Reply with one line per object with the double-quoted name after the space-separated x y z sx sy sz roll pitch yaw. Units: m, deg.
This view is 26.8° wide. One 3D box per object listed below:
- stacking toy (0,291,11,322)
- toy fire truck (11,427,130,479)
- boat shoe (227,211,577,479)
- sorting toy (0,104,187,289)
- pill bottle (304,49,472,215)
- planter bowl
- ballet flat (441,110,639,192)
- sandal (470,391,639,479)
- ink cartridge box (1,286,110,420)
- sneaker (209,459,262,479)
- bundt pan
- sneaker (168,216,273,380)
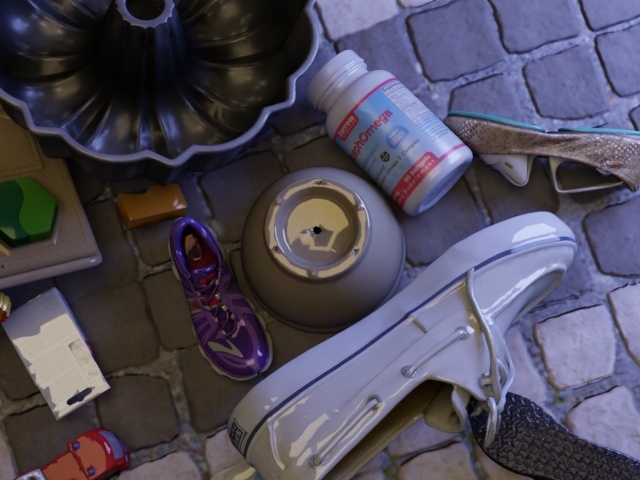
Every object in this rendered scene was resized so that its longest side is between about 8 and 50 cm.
-0.393 -0.007 1.266 0.221 0.052 0.167 6 55 -7 "stacking toy"
-0.269 0.232 1.208 0.192 0.135 0.047 -33 78 -4 "toy fire truck"
0.109 0.120 1.177 0.367 0.136 0.156 -31 60 -18 "boat shoe"
-0.292 -0.061 1.264 0.307 0.041 0.229 -14 64 -25 "sorting toy"
0.062 -0.106 1.291 0.087 0.087 0.160 -44 78 -7 "pill bottle"
0.000 0.000 1.260 0.162 0.109 0.162 -1 78 3 "planter bowl"
0.216 -0.081 1.290 0.206 0.073 0.067 7 92 8 "ballet flat"
0.216 0.198 1.238 0.179 0.040 0.067 26 77 9 "sandal"
-0.252 0.110 1.290 0.062 0.029 0.115 -31 79 -4 "ink cartridge box"
-0.074 0.267 1.222 0.092 0.087 0.229 31 74 16 "sneaker"
-0.171 -0.194 1.280 0.330 0.124 0.331 4 67 -9 "bundt pan"
-0.104 0.055 1.272 0.068 0.071 0.170 -29 78 -3 "sneaker"
